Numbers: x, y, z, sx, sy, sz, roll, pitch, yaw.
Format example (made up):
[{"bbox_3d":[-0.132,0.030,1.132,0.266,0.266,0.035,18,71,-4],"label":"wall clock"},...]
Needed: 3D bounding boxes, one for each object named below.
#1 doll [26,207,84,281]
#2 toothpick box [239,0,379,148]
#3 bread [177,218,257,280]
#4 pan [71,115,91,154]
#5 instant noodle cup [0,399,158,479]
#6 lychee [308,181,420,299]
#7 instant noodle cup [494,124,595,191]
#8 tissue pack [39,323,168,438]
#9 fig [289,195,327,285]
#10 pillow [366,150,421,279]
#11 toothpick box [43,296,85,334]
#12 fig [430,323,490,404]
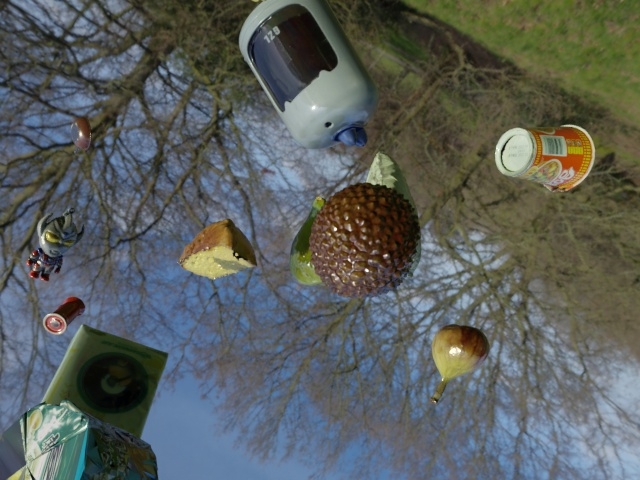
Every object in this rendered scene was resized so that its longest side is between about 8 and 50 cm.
[{"bbox_3d":[-0.663,0.006,1.200,0.104,0.194,0.062,27,174,-30],"label":"doll"},{"bbox_3d":[-0.004,-0.373,1.136,0.354,0.263,0.263,61,-164,8],"label":"toothpick box"},{"bbox_3d":[-0.268,0.016,1.299,0.260,0.134,0.129,-13,141,44],"label":"bread"},{"bbox_3d":[-0.506,-0.210,1.000,0.023,0.115,0.068,-11,-106,-43],"label":"pan"},{"bbox_3d":[-0.377,0.381,0.742,0.240,0.240,0.178,49,-178,44],"label":"instant noodle cup"},{"bbox_3d":[0.103,0.009,1.083,0.267,0.267,0.267,35,-168,-9],"label":"lychee"},{"bbox_3d":[0.602,-0.232,1.324,0.212,0.193,0.193,-1,-149,-28],"label":"instant noodle cup"},{"bbox_3d":[-0.637,0.461,1.383,0.287,0.162,0.388,24,-146,-17],"label":"tissue pack"},{"bbox_3d":[0.000,0.000,1.489,0.206,0.274,0.206,-5,-173,1],"label":"fig"},{"bbox_3d":[0.210,-0.086,1.406,0.309,0.138,0.283,-89,-20,-43],"label":"pillow"},{"bbox_3d":[-0.510,0.148,0.961,0.047,0.047,0.083,35,-166,-11],"label":"toothpick box"},{"bbox_3d":[0.355,0.324,1.332,0.143,0.231,0.160,55,172,-5],"label":"fig"}]
